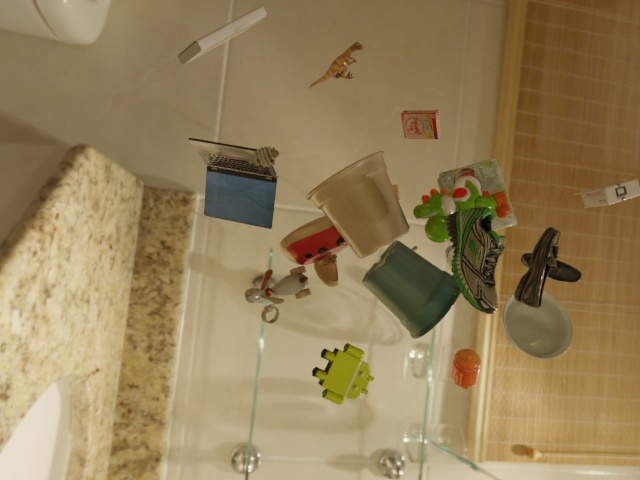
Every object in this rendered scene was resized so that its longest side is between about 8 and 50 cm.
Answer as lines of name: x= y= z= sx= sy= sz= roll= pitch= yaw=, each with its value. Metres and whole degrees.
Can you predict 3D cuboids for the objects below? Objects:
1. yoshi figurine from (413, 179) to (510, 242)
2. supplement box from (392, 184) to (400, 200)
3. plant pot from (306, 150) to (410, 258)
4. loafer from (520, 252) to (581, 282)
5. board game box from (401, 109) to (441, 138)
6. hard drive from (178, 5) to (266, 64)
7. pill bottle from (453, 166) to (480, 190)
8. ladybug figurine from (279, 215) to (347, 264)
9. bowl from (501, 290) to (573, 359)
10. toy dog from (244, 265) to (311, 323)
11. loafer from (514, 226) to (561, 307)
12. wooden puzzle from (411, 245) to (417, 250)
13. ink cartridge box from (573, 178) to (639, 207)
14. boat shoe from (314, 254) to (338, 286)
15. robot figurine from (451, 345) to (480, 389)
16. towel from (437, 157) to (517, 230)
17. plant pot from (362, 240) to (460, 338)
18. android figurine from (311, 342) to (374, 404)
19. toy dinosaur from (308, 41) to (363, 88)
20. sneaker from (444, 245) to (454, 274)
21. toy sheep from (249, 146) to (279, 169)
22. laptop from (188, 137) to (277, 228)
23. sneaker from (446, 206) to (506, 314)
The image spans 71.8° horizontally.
yoshi figurine: x=0.525 y=-0.086 z=1.681 sx=0.203 sy=0.362 sz=0.203 roll=102 pitch=-27 yaw=-48
supplement box: x=0.457 y=-0.293 z=2.735 sx=0.036 sy=0.062 sz=0.098 roll=-4 pitch=88 yaw=-66
plant pot: x=0.166 y=-0.113 z=1.640 sx=0.305 sy=0.334 sz=0.334 roll=60 pitch=-11 yaw=2
loafer: x=0.900 y=0.108 z=1.726 sx=0.078 sy=0.223 sz=0.076 roll=11 pitch=100 yaw=-69
board game box: x=0.530 y=-0.612 z=2.334 sx=0.045 sy=0.193 sz=0.147 roll=-49 pitch=135 yaw=-37
hard drive: x=-0.363 y=-0.755 z=1.630 sx=0.203 sy=0.307 sz=0.040 roll=6 pitch=-48 yaw=54
pill bottle: x=0.715 y=-0.286 z=2.165 sx=0.221 sy=0.121 sz=0.121 roll=-60 pitch=162 yaw=-61
ladybug figurine: x=0.000 y=0.000 z=2.183 sx=0.449 sy=0.305 sz=0.162 roll=-28 pitch=-106 yaw=33
bowl: x=0.900 y=0.368 z=1.888 sx=0.134 sy=0.297 sz=0.298 roll=94 pitch=-2 yaw=-65
toy dog: x=-0.182 y=0.228 z=2.117 sx=0.220 sy=0.333 sz=0.161 roll=52 pitch=-23 yaw=4
loafer: x=0.726 y=0.092 z=1.432 sx=0.084 sy=0.096 sz=0.267 roll=32 pitch=-74 yaw=47
wooden puzzle: x=0.373 y=0.127 z=2.266 sx=0.044 sy=0.238 sz=0.221 roll=56 pitch=-36 yaw=16
ink cartridge box: x=0.993 y=-0.159 z=1.535 sx=0.104 sy=0.180 sz=0.060 roll=175 pitch=-100 yaw=-77
boat shoe: x=0.031 y=0.101 z=2.452 sx=0.110 sy=0.121 sz=0.341 roll=-55 pitch=-137 yaw=37
robot figurine: x=0.697 y=0.609 z=2.117 sx=0.128 sy=0.158 sz=0.219 roll=-117 pitch=-159 yaw=-56
towel: x=0.811 y=-0.220 z=2.315 sx=0.090 sy=0.320 sz=0.374 roll=24 pitch=51 yaw=-72
plant pot: x=0.389 y=0.197 z=1.970 sx=0.341 sy=0.334 sz=0.341 roll=-50 pitch=178 yaw=-2
android figurine: x=0.103 y=0.566 z=1.868 sx=0.248 sy=0.273 sz=0.056 roll=-62 pitch=-162 yaw=-10
toy dinosaur: x=0.048 y=-0.550 z=1.417 sx=0.064 sy=0.211 sz=0.112 roll=53 pitch=12 yaw=27
sneaker: x=0.725 y=0.140 z=2.295 sx=0.258 sy=0.094 sz=0.091 roll=59 pitch=-1 yaw=-26
toy sheep: x=-0.232 y=-0.341 z=1.814 sx=0.091 sy=0.132 sz=0.091 roll=-16 pitch=90 yaw=-86
laptop: x=-0.427 y=-0.267 z=2.147 sx=0.408 sy=0.382 sz=0.236 roll=72 pitch=31 yaw=-70
sneaker: x=0.469 y=0.047 z=1.297 sx=0.146 sy=0.134 sz=0.344 roll=-23 pitch=-123 yaw=38
